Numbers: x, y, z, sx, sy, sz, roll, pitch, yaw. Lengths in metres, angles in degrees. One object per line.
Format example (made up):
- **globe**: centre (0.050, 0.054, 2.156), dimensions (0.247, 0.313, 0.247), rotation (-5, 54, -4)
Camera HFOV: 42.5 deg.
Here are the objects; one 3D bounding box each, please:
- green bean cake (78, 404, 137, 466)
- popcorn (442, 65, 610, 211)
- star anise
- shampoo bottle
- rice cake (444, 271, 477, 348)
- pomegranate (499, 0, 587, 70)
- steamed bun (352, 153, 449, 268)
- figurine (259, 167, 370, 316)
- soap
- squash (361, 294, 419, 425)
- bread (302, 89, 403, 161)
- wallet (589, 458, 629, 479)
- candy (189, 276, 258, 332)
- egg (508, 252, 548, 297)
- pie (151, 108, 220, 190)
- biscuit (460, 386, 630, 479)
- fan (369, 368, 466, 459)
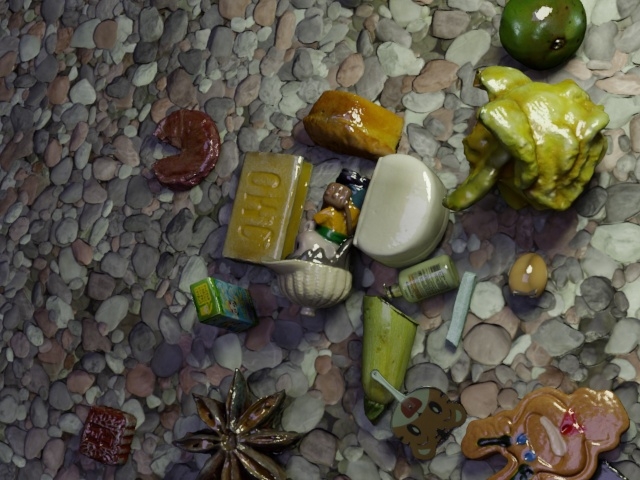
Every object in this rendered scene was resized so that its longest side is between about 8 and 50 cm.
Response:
- **green bean cake**: centre (-0.539, 0.491, 2.074), dimensions (0.135, 0.056, 0.135), rotation (10, 83, 24)
- **popcorn**: centre (0.417, -0.190, 1.645), dimensions (0.290, 0.326, 0.321), rotation (13, 78, 27)
- **star anise**: centre (-0.188, 0.461, 1.892), dimensions (0.332, 0.117, 0.331), rotation (-6, 71, 16)
- **shampoo bottle**: centre (0.219, 0.091, 1.808), dimensions (0.162, 0.079, 0.079), rotation (-22, 71, 19)
- **rice cake**: centre (0.305, 0.150, 1.786), dimensions (0.033, 0.029, 0.170), rotation (14, 86, 20)
- **pomegranate**: centre (0.468, -0.477, 1.784), dimensions (0.187, 0.187, 0.225), rotation (-38, 38, 12)
- **steamed bun**: centre (0.190, -0.059, 1.816), dimensions (0.164, 0.146, 0.241), rotation (14, 84, 29)
- **figurine**: centre (0.029, 0.010, 1.871), dimensions (0.204, 0.185, 0.332), rotation (42, 80, 2)
- **soap**: centre (-0.128, -0.072, 1.997), dimensions (0.173, 0.089, 0.274), rotation (8, 81, 26)
- **squash**: centre (0.149, 0.265, 1.787), dimensions (0.137, 0.137, 0.287), rotation (2, 85, 24)
- **bread**: centre (0.060, -0.277, 1.931), dimensions (0.260, 0.134, 0.129), rotation (19, 86, 26)
- **wallet**: centre (0.509, 0.595, 1.584), dimensions (0.321, 0.044, 0.170), rotation (-51, 55, 2)
- **candy**: centre (-0.224, 0.152, 1.929), dimensions (0.062, 0.194, 0.097), rotation (-26, 69, 16)
- **egg**: centre (0.434, 0.072, 1.715), dimensions (0.080, 0.080, 0.096), rotation (7, 84, 25)
- **pie**: centre (-0.357, -0.243, 2.155), dimensions (0.204, 0.054, 0.218), rotation (-16, 73, 21)
- **biscuit**: centre (0.449, 0.401, 1.642), dimensions (0.334, 0.047, 0.202), rotation (-28, 60, 16)
- **fan**: centre (0.190, 0.353, 1.745), dimensions (0.227, 0.008, 0.152), rotation (42, 97, -4)
